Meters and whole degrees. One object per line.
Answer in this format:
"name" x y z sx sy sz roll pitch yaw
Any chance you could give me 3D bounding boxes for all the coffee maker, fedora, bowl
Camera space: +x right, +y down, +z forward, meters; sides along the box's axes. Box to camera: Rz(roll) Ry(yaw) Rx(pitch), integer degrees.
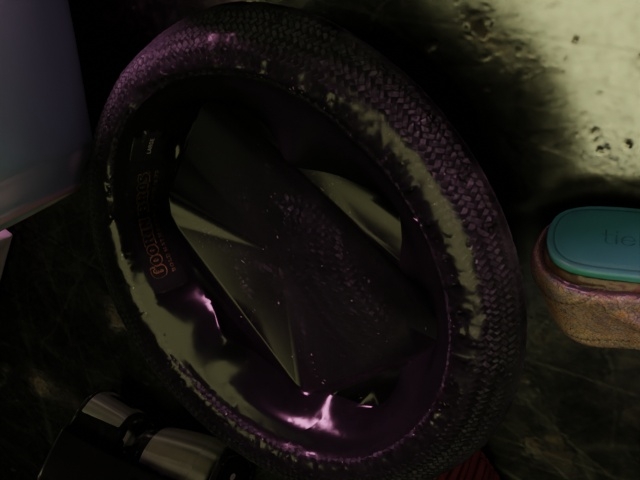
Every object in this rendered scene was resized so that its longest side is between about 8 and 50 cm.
"coffee maker" -0.181 0.250 0.729 0.178 0.171 0.120 14 136 22
"fedora" 0.000 0.000 0.523 0.334 0.152 0.334 11 113 26
"bowl" -0.285 -0.066 0.510 0.312 0.311 0.163 -21 101 33

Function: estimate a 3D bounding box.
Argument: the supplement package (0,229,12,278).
"supplement package" -0.500 0.002 0.760 0.293 0.175 0.177 36 126 6

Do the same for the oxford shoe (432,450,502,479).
"oxford shoe" 0.109 0.309 0.647 0.130 0.123 0.348 -8 109 35

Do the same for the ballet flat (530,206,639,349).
"ballet flat" 0.291 0.042 0.450 0.316 0.107 0.106 10 138 28
